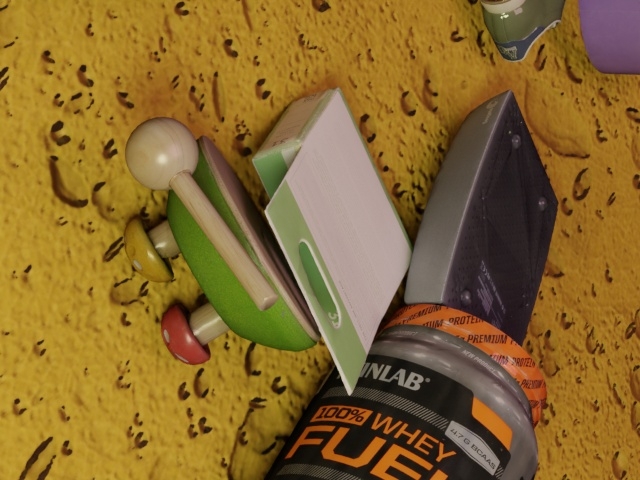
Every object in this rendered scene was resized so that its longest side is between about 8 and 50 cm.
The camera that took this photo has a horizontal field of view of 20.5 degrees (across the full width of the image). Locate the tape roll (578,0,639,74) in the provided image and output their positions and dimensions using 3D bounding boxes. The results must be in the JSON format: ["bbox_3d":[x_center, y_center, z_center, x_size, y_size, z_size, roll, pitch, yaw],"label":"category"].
[{"bbox_3d":[0.326,-0.259,1.772,0.189,0.080,0.189,-21,114,-61],"label":"tape roll"}]

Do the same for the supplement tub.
[{"bbox_3d":[0.051,0.216,1.417,0.193,0.193,0.316,52,53,-29],"label":"supplement tub"}]

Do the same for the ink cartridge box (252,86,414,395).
[{"bbox_3d":[0.000,0.000,1.422,0.171,0.056,0.235,65,27,-20],"label":"ink cartridge box"}]

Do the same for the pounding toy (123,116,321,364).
[{"bbox_3d":[-0.094,0.019,1.336,0.183,0.110,0.237,61,3,15],"label":"pounding toy"}]

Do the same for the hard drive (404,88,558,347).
[{"bbox_3d":[0.146,0.008,1.585,0.172,0.054,0.255,61,38,-40],"label":"hard drive"}]

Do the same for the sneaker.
[{"bbox_3d":[0.209,-0.246,1.713,0.192,0.064,0.086,-52,137,-40],"label":"sneaker"}]
